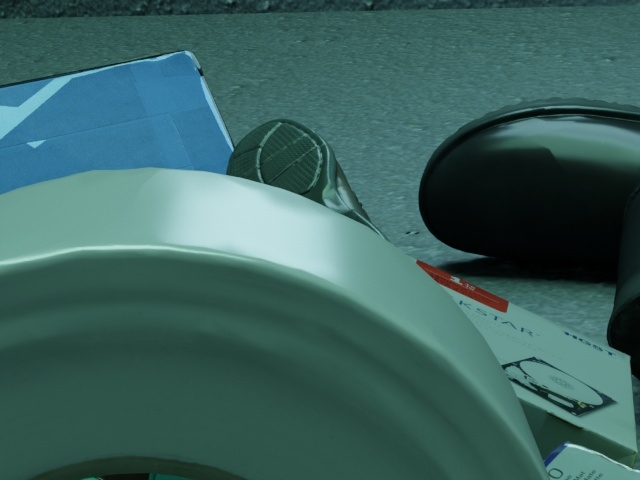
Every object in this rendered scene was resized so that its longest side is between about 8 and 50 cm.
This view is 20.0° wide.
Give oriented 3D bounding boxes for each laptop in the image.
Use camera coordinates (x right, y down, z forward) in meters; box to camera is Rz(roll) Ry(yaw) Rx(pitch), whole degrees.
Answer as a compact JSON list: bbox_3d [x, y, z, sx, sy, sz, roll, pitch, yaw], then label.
[{"bbox_3d":[-0.189,-0.013,1.472,0.382,0.236,0.408,-14,9,-22],"label":"laptop"}]

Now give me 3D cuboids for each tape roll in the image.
[{"bbox_3d":[-0.056,0.124,0.602,0.286,0.286,0.100,-7,16,-1],"label":"tape roll"}]

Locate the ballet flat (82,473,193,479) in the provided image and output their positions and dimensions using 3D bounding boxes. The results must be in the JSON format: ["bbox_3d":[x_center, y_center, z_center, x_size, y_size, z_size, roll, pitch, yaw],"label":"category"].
[{"bbox_3d":[-0.082,0.163,1.102,0.342,0.116,0.124,-2,12,32],"label":"ballet flat"}]

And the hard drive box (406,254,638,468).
[{"bbox_3d":[0.090,0.097,1.099,0.181,0.089,0.232,24,12,3],"label":"hard drive box"}]

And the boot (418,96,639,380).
[{"bbox_3d":[0.248,0.013,1.435,0.367,0.146,0.445,-6,21,9],"label":"boot"}]

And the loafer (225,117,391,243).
[{"bbox_3d":[0.000,0.000,1.400,0.096,0.084,0.267,-35,36,1],"label":"loafer"}]

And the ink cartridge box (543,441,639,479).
[{"bbox_3d":[0.123,0.207,0.813,0.223,0.045,0.224,-43,33,-18],"label":"ink cartridge box"}]
